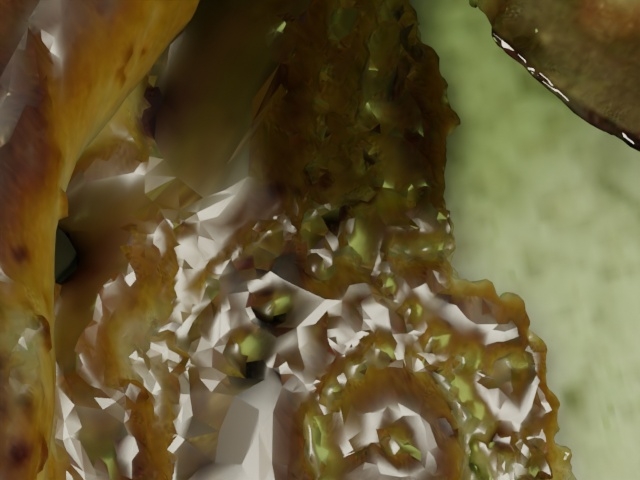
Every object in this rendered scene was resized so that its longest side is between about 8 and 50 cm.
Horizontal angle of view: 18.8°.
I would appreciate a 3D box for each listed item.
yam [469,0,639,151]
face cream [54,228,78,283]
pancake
[{"bbox_3d":[0.105,-0.144,0.405,0.129,0.128,0.238,36,123,-7],"label":"yam"},{"bbox_3d":[-0.133,-0.049,0.476,0.082,0.082,0.269,-35,109,10],"label":"face cream"},{"bbox_3d":[0.000,0.000,0.463,0.244,0.057,0.266,43,58,-10],"label":"pancake"}]
